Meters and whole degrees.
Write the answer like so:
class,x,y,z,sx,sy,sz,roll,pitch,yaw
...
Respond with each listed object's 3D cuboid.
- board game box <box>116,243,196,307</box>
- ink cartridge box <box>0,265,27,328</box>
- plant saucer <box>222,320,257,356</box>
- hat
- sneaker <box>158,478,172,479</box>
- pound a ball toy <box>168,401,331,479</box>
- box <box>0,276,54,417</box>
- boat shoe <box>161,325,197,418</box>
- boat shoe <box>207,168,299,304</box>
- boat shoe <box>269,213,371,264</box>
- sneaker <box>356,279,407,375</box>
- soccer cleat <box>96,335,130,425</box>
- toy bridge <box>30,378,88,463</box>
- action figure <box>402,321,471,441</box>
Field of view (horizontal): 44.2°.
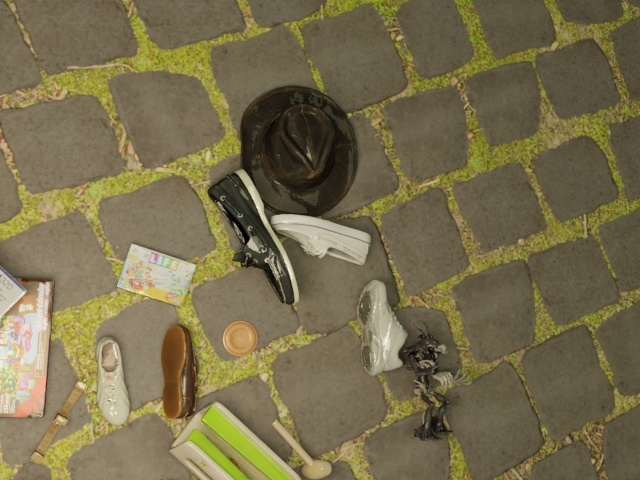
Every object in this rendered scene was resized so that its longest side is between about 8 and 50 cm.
class,x,y,z,sx,sy,sz,roll,pitch,yaw
board game box,-0.372,0.081,1.788,0.154,0.026,0.103,19,78,-15
ink cartridge box,-0.812,0.116,1.577,0.324,0.071,0.330,43,79,2
plant saucer,-0.187,0.229,1.838,0.084,0.013,0.083,2,82,-18
hat,-0.034,-0.225,1.880,0.331,0.134,0.331,2,83,-19
sneaker,-0.281,0.577,1.690,0.084,0.215,0.083,-8,101,-55
pound a ball toy,-0.158,0.496,1.773,0.319,0.136,0.208,45,47,-9
box,-0.673,0.223,1.656,0.201,0.057,0.293,4,82,-17
boat shoe,-0.311,0.294,1.766,0.073,0.073,0.207,8,83,-55
boat shoe,-0.160,0.006,1.814,0.113,0.127,0.340,-24,90,-18
boat shoe,0.000,0.000,1.883,0.258,0.095,0.084,13,76,-15
sneaker,0.156,0.209,1.924,0.115,0.090,0.232,-3,93,-25
soccer cleat,-0.454,0.306,1.708,0.068,0.076,0.196,-8,86,-19
toy bridge,-0.551,0.379,1.674,0.026,0.063,0.188,33,73,-12
action figure,0.282,0.336,1.906,0.164,0.141,0.275,1,85,-52
